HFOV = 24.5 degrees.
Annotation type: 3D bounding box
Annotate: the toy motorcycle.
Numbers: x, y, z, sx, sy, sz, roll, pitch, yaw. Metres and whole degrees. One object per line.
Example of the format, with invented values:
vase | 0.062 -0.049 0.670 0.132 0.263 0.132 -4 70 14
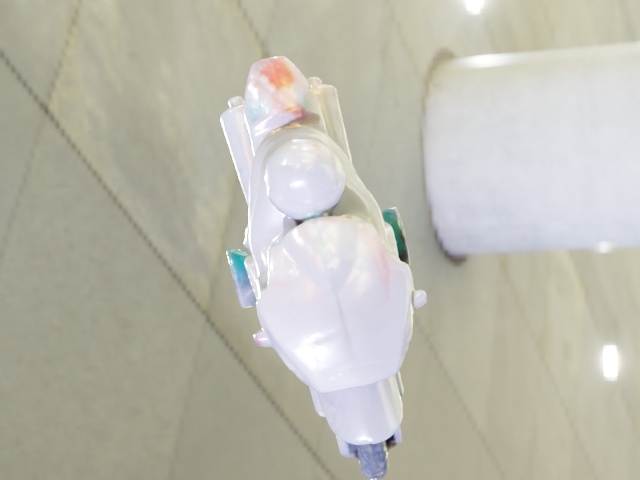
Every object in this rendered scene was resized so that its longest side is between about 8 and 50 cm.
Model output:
toy motorcycle | 0.000 0.000 0.846 0.171 0.110 0.260 81 -5 -56
